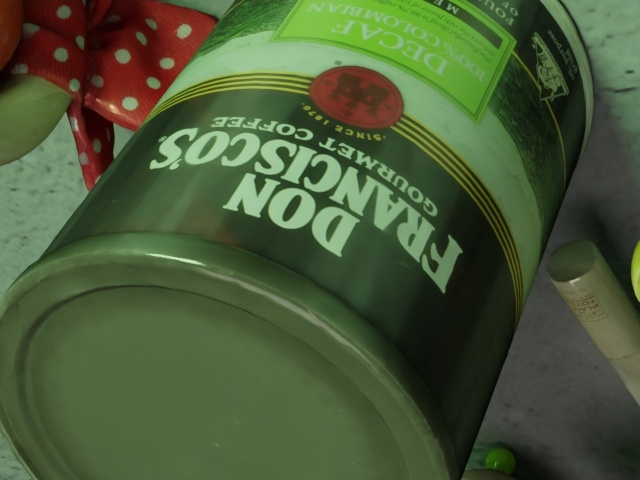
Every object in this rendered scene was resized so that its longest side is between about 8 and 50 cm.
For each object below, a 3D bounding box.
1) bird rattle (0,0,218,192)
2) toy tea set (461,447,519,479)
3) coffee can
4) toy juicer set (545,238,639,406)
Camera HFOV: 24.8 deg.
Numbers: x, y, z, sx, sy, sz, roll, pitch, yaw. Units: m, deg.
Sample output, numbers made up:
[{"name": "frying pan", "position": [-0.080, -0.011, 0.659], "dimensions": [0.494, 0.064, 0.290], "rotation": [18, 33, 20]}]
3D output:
[{"name": "bird rattle", "position": [-0.172, -0.118, 0.711], "dimensions": [0.143, 0.207, 0.254], "rotation": [-2, 123, 30]}, {"name": "toy tea set", "position": [0.234, 0.180, 0.861], "dimensions": [0.336, 0.124, 0.200], "rotation": [13, 162, 10]}, {"name": "coffee can", "position": [0.000, 0.000, 0.674], "dimensions": [0.201, 0.275, 0.202], "rotation": [13, 132, 15]}, {"name": "toy juicer set", "position": [0.192, 0.079, 0.681], "dimensions": [0.209, 0.089, 0.329], "rotation": [44, 165, -17]}]
